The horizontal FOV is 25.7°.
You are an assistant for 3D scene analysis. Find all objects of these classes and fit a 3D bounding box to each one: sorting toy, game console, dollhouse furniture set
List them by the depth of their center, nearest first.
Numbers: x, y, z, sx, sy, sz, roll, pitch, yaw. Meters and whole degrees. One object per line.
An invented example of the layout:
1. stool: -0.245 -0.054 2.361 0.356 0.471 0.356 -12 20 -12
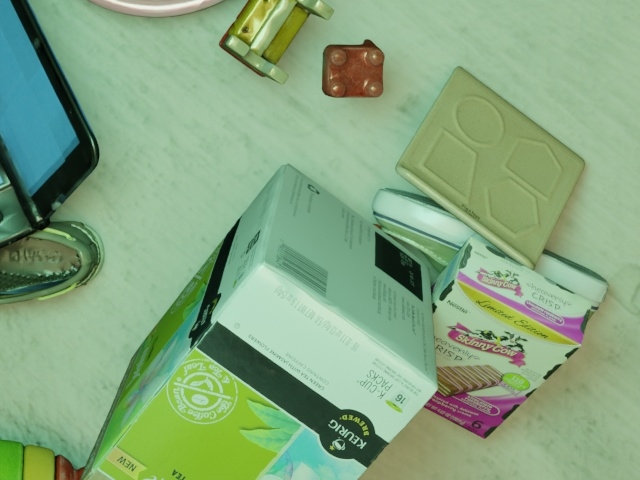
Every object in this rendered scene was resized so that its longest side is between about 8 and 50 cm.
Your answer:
1. game console: -0.404 -0.141 1.523 0.250 0.173 0.293 -26 80 -10
2. dollhouse furniture set: 0.068 -0.314 1.546 0.201 0.152 0.374 35 93 -19
3. sorting toy: 0.194 -0.082 1.601 0.193 0.038 0.208 36 50 -6

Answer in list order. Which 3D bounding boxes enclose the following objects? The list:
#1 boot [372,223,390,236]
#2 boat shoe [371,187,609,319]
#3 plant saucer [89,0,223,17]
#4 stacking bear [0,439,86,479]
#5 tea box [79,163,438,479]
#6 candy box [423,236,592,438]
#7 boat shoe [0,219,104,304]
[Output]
1. boot: 0.000 0.000 1.652 0.158 0.059 0.084 -21 92 2
2. boat shoe: 0.191 0.031 1.637 0.302 0.109 0.094 24 97 -7
3. plant saucer: -0.185 -0.418 1.583 0.332 0.084 0.332 0 96 -3
4. stacking bear: -0.341 0.314 1.631 0.289 0.175 0.164 1 104 -12
5. tea box: -0.058 0.142 1.492 0.220 0.329 0.323 35 107 -9
6. candy box: 0.179 0.117 1.593 0.159 0.071 0.233 27 139 -4
7. boat shoe: -0.407 0.025 1.621 0.305 0.091 0.109 -4 96 -2
